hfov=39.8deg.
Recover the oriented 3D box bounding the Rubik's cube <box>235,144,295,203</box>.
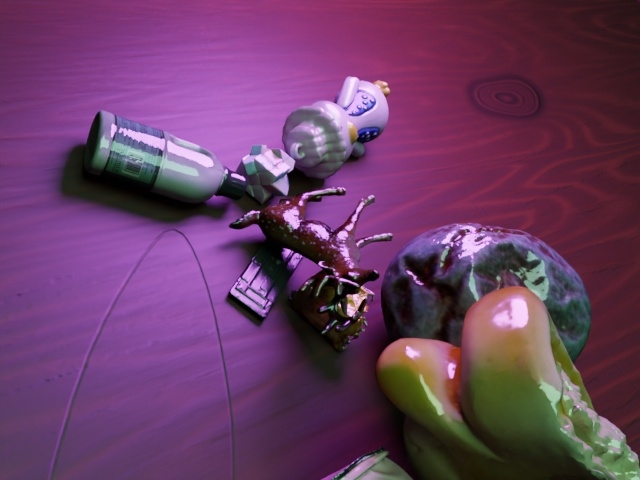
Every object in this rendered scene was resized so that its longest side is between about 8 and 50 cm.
[{"bbox_3d":[-0.077,-0.105,1.314,0.084,0.073,0.075,29,40,-5],"label":"Rubik's cube"}]

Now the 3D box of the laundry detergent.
[{"bbox_3d":[-0.207,-0.105,1.222,0.225,0.070,0.099,16,42,-25],"label":"laundry detergent"}]

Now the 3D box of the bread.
[{"bbox_3d":[0.245,0.267,1.035,0.424,0.245,0.329,61,1,-28],"label":"bread"}]

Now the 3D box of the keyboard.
[{"bbox_3d":[-0.064,0.030,1.261,0.061,0.013,0.204,37,43,-5],"label":"keyboard"}]

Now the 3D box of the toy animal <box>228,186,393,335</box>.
[{"bbox_3d":[0.001,0.017,1.222,0.243,0.087,0.260,17,36,27],"label":"toy animal"}]

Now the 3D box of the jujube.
[{"bbox_3d":[0.231,0.099,1.279,0.308,0.215,0.247,24,68,-24],"label":"jujube"}]

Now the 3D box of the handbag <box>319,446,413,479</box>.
[{"bbox_3d":[0.033,0.314,0.976,0.116,0.179,0.205,56,16,10],"label":"handbag"}]

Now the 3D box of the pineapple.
[{"bbox_3d":[0.011,0.082,1.246,0.116,0.069,0.137,11,41,-23],"label":"pineapple"}]

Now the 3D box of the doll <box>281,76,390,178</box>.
[{"bbox_3d":[0.034,-0.188,1.440,0.119,0.138,0.293,12,29,29],"label":"doll"}]
